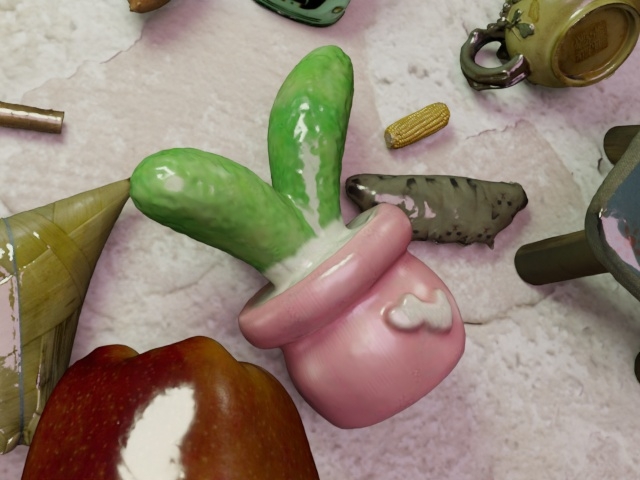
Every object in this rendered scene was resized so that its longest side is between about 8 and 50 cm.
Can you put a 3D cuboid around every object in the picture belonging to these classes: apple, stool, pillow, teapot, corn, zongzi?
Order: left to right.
[{"bbox_3d":[-0.266,0.070,0.820,0.256,0.115,0.228,-23,90,-28],"label":"zongzi"},{"bbox_3d":[-0.138,0.256,0.728,0.288,0.288,0.317,1,67,-14],"label":"apple"},{"bbox_3d":[0.120,-0.143,0.987,0.092,0.037,0.037,-27,87,-19],"label":"corn"},{"bbox_3d":[0.147,-0.034,0.966,0.241,0.051,0.093,2,80,-16],"label":"pillow"},{"bbox_3d":[0.293,-0.289,1.010,0.269,0.173,0.183,-29,50,6],"label":"teapot"},{"bbox_3d":[0.438,-0.003,0.947,0.310,0.226,0.310,42,72,-5],"label":"stool"}]

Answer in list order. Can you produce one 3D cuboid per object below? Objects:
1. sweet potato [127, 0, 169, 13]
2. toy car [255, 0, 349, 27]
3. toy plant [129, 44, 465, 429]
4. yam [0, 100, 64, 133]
[{"bbox_3d":[-0.149,-0.430,0.938,0.109,0.109,0.386,19,71,-11],"label":"sweet potato"},{"bbox_3d":[0.015,-0.412,0.933,0.136,0.125,0.306,20,100,-11],"label":"toy car"},{"bbox_3d":[0.005,0.003,0.848,0.317,0.210,0.356,-39,91,-34],"label":"toy plant"},{"bbox_3d":[-0.356,-0.141,0.866,0.145,0.032,0.032,9,78,-12],"label":"yam"}]
